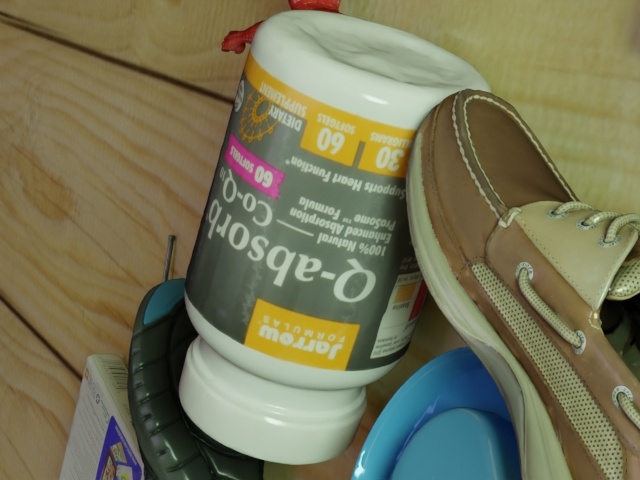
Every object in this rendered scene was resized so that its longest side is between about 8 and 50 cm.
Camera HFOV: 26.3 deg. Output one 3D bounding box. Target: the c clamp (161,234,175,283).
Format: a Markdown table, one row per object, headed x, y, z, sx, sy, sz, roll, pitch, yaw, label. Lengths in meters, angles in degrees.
| x | y | z | sx | sy | sz | roll | pitch | yaw | label |
| --- | --- | --- | --- | --- | --- | --- | --- | --- | --- |
| -0.125 | 0.076 | 1.279 | 0.161 | 0.022 | 0.137 | 22 | 106 | 60 | c clamp |

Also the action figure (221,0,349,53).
| x | y | z | sx | sy | sz | roll | pitch | yaw | label |
| --- | --- | --- | --- | --- | --- | --- | --- | --- | --- |
| -0.026 | -0.184 | 1.066 | 0.139 | 0.091 | 0.280 | -44 | 48 | 42 | action figure |

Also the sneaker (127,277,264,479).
| x | y | z | sx | sy | sz | roll | pitch | yaw | label |
| --- | --- | --- | --- | --- | --- | --- | --- | --- | --- |
| -0.103 | 0.194 | 1.124 | 0.139 | 0.125 | 0.341 | 126 | 140 | -51 | sneaker |

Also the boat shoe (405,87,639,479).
| x | y | z | sx | sy | sz | roll | pitch | yaw | label |
| --- | --- | --- | --- | --- | --- | --- | --- | --- | --- |
| 0.146 | 0.037 | 0.715 | 0.116 | 0.123 | 0.324 | -49 | 50 | 36 | boat shoe |

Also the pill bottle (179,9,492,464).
| x | y | z | sx | sy | sz | roll | pitch | yaw | label |
| --- | --- | --- | --- | --- | --- | --- | --- | --- | --- |
| 0.000 | 0.000 | 0.920 | 0.162 | 0.162 | 0.278 | 49 | 128 | 52 | pill bottle |

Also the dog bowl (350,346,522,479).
| x | y | z | sx | sy | sz | roll | pitch | yaw | label |
| --- | --- | --- | --- | --- | --- | --- | --- | --- | --- |
| 0.094 | 0.198 | 0.745 | 0.166 | 0.074 | 0.297 | -46 | 32 | 33 | dog bowl |

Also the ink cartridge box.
| x | y | z | sx | sy | sz | roll | pitch | yaw | label |
| --- | --- | --- | --- | --- | --- | --- | --- | --- | --- |
| -0.213 | 0.256 | 1.392 | 0.206 | 0.045 | 0.208 | 48 | 127 | 52 | ink cartridge box |
